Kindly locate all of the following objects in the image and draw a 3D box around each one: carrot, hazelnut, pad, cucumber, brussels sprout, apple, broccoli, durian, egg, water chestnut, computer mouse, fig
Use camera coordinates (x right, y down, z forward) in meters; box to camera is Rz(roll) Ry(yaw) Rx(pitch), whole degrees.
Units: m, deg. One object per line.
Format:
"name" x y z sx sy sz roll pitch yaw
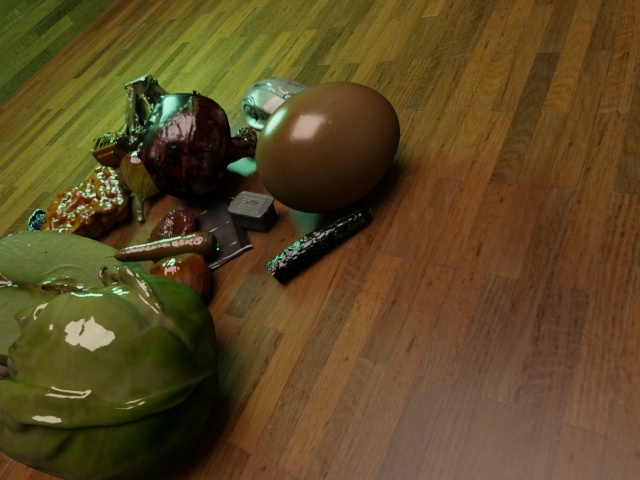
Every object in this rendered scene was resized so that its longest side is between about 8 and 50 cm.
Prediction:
"carrot" -0.424 0.024 1.269 0.298 0.078 0.078 -7 48 -2
"hazelnut" -0.350 0.107 1.210 0.150 0.150 0.150 -14 48 16
"pad" -0.293 -0.015 1.350 0.174 0.022 0.233 -30 47 -1
"cucumber" 0.000 0.000 1.163 0.293 0.067 0.067 -35 46 -5
"brussels sprout" -0.383 0.271 0.930 0.361 0.342 0.425 18 79 26
"apple" -0.629 0.150 1.170 0.312 0.360 0.320 7 82 66
"broccoli" -0.554 -0.418 1.641 0.304 0.283 0.321 -8 30 22
"durian" -0.236 -0.331 1.556 0.091 0.080 0.080 -4 49 2
"egg" 0.022 -0.229 1.178 0.374 0.301 0.301 -32 46 -4
"water chestnut" -0.358 -0.270 1.428 0.347 0.335 0.335 10 42 -23
"computer mouse" -0.136 -0.460 1.585 0.389 0.115 0.199 21 67 38
"fig" -0.565 -0.183 1.571 0.160 0.230 0.143 -21 -1 35

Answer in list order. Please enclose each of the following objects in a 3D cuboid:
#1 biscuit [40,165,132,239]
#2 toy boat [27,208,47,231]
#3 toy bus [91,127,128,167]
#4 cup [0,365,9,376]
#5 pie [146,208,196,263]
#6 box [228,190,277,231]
"biscuit" -0.790 -0.110 1.612 0.312 0.110 0.318 -33 46 -1
"toy boat" -1.009 -0.061 1.711 0.061 0.060 0.137 -37 38 24
"toy bus" -0.757 -0.351 1.808 0.201 0.098 0.114 -15 47 12
"cup" -0.881 0.242 1.315 0.186 0.258 0.234 -12 1 -30
"pie" -0.427 -0.011 1.376 0.182 0.049 0.182 -21 50 28
"box" -0.180 -0.077 1.299 0.122 0.069 0.084 13 52 24
